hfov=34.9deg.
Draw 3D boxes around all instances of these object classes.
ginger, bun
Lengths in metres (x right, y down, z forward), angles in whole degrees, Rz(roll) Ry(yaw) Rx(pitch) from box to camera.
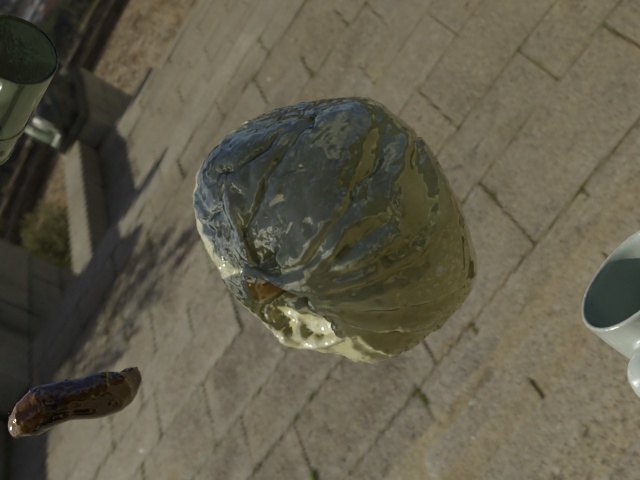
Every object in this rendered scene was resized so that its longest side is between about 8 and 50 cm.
[{"bbox_3d":[-0.527,0.349,2.221,0.107,0.309,0.133,68,156,19],"label":"ginger"},{"bbox_3d":[0.000,0.000,1.198,0.227,0.352,0.349,-47,-9,-29],"label":"bun"}]

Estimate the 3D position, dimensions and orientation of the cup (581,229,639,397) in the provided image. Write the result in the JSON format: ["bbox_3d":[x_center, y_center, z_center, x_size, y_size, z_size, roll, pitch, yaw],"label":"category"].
[{"bbox_3d":[0.499,0.139,1.395,0.186,0.234,0.258,-40,16,49],"label":"cup"}]

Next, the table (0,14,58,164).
[{"bbox_3d":[-0.482,-0.214,1.502,0.220,0.126,0.126,-45,31,44],"label":"table"}]
